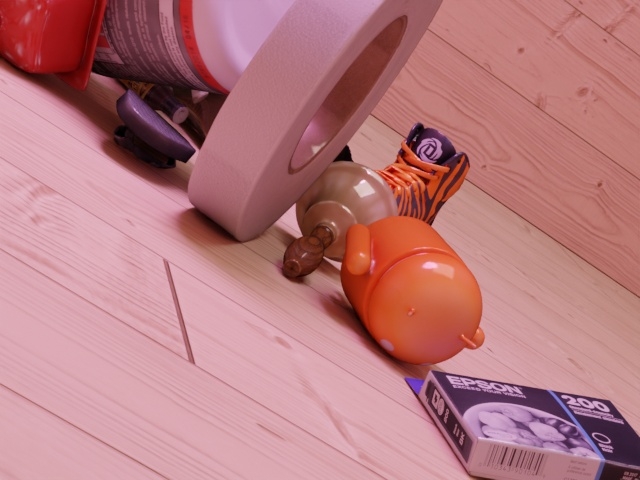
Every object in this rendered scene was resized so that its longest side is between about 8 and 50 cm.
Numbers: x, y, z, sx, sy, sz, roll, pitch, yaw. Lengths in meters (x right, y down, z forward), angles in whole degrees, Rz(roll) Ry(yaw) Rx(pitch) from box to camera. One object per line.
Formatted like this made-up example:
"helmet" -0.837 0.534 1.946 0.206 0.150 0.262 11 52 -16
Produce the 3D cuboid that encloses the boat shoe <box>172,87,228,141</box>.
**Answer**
"boat shoe" -0.109 -0.157 2.171 0.302 0.109 0.098 38 -11 44

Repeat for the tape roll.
"tape roll" 0.006 -0.173 1.763 0.072 0.392 0.392 37 9 8

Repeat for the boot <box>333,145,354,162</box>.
"boot" -0.045 -0.150 2.378 0.207 0.094 0.246 43 4 21

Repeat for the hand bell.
"hand bell" 0.000 0.000 1.872 0.126 0.126 0.242 36 22 3

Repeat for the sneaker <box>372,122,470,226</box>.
"sneaker" 0.097 -0.087 2.318 0.125 0.180 0.321 39 10 19

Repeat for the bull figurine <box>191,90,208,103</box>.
"bull figurine" -0.159 -0.297 2.105 0.101 0.310 0.188 -31 77 -38

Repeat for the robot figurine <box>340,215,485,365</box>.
"robot figurine" 0.094 0.052 1.781 0.219 0.128 0.158 -125 -161 -64

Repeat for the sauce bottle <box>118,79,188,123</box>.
"sauce bottle" -0.217 -0.195 2.155 0.128 0.042 0.042 39 9 32

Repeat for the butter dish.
"butter dish" -0.324 -0.251 1.817 0.160 0.160 0.118 39 40 23

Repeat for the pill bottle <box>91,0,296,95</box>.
"pill bottle" -0.184 -0.282 1.908 0.363 0.210 0.210 12 -8 39

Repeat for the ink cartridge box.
"ink cartridge box" 0.206 0.178 1.629 0.206 0.045 0.208 12 17 -19

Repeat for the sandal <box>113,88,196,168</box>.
"sandal" -0.186 -0.110 1.846 0.097 0.054 0.254 43 0 0
